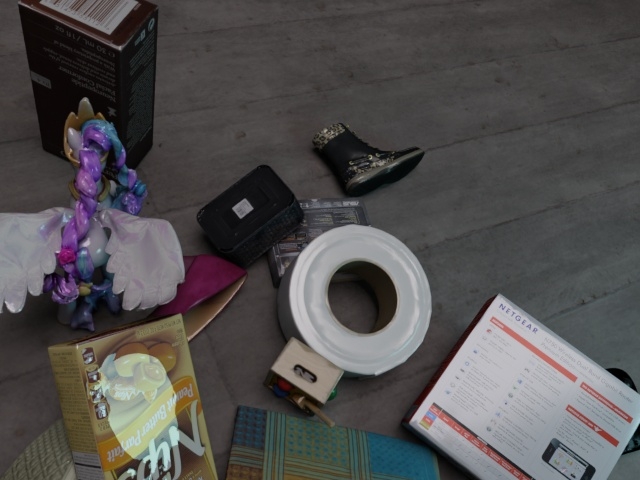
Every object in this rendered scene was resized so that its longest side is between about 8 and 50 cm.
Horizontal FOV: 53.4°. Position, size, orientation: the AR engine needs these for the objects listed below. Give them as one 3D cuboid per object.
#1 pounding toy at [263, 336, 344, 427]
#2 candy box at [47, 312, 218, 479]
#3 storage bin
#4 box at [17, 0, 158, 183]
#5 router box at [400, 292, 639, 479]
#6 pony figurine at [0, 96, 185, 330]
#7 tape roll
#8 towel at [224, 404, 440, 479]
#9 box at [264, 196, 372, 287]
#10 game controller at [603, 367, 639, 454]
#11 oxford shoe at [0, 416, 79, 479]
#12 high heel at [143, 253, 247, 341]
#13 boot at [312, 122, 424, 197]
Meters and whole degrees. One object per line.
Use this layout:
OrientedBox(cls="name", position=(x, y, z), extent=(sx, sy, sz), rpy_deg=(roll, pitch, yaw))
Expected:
OrientedBox(cls="pounding toy", position=(-0.025, 0.259, 1.118), extent=(0.141, 0.130, 0.100), rpy_deg=(33, 62, 5))
OrientedBox(cls="candy box", position=(-0.265, 0.282, 0.939), extent=(0.183, 0.088, 0.316), rpy_deg=(-14, 92, -50))
OrientedBox(cls="storage bin", position=(-0.137, -0.047, 1.262), extent=(0.180, 0.084, 0.122), rpy_deg=(-37, 62, -6))
OrientedBox(cls="box", position=(-0.426, -0.295, 1.201), extent=(0.191, 0.381, 0.143), rpy_deg=(24, 57, 0))
OrientedBox(cls="router box", position=(0.372, 0.317, 1.164), extent=(0.335, 0.082, 0.301), rpy_deg=(37, 75, 8))
OrientedBox(cls="pony figurine", position=(-0.384, -0.001, 1.035), extent=(0.303, 0.363, 0.350), rpy_deg=(2, 58, -17))
OrientedBox(cls="tape roll", position=(0.065, 0.118, 1.217), extent=(0.286, 0.100, 0.286), rpy_deg=(6, 72, -17))
OrientedBox(cls="towel", position=(0.027, 0.409, 1.039), extent=(0.371, 0.040, 0.271), rpy_deg=(14, 30, -7))
OrientedBox(cls="box", position=(0.000, 0.000, 1.340), extent=(0.231, 0.056, 0.183), rpy_deg=(-5, 61, -19))
OrientedBox(cls="game controller", position=(0.512, 0.355, 1.263), extent=(0.319, 0.067, 0.166), rpy_deg=(-6, 60, -20))
OrientedBox(cls="oxford shoe", position=(-0.412, 0.453, 0.888), extent=(0.130, 0.169, 0.449), rpy_deg=(49, 36, -34))
OrientedBox(cls="high heel", position=(-0.235, 0.177, 1.110), extent=(0.182, 0.127, 0.377), rpy_deg=(9, 56, -7))
OrientedBox(cls="boot", position=(0.114, -0.213, 1.496), extent=(0.236, 0.085, 0.178), rpy_deg=(-26, 67, -29))
